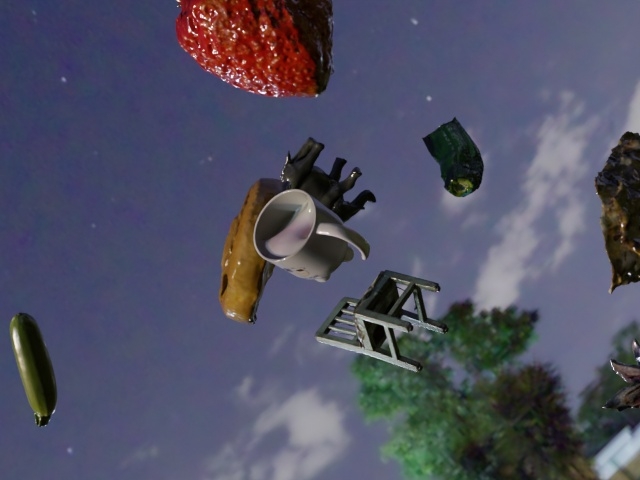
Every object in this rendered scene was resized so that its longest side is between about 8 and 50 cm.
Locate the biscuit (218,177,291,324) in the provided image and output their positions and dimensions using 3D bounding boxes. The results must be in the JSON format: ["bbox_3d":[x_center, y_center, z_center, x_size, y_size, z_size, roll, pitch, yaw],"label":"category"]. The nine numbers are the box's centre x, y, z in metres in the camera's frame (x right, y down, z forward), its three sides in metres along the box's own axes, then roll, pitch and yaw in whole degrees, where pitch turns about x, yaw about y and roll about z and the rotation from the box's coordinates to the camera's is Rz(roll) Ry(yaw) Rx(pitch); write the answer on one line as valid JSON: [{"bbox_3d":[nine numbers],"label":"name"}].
[{"bbox_3d":[-0.134,0.015,1.940,0.296,0.102,0.296,-164,90,-89],"label":"biscuit"}]

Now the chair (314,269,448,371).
[{"bbox_3d":[0.113,0.149,2.048,0.136,0.271,0.147,-49,-41,-33],"label":"chair"}]

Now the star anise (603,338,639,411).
[{"bbox_3d":[0.571,0.242,1.638,0.204,0.181,0.061,-44,-29,-21],"label":"star anise"}]

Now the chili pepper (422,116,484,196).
[{"bbox_3d":[0.270,-0.170,1.983,0.098,0.224,0.061,-21,-51,8],"label":"chili pepper"}]

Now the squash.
[{"bbox_3d":[-0.571,0.262,1.985,0.066,0.066,0.252,-22,-68,-32],"label":"squash"}]

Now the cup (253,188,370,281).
[{"bbox_3d":[-0.004,-0.008,1.706,0.174,0.134,0.142,-29,-39,25],"label":"cup"}]

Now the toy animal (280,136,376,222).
[{"bbox_3d":[0.015,-0.129,2.281,0.146,0.245,0.114,-58,11,2],"label":"toy animal"}]

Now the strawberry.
[{"bbox_3d":[-0.086,-0.336,1.549,0.257,0.277,0.257,-42,-13,-12],"label":"strawberry"}]

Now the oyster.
[{"bbox_3d":[0.511,-0.072,1.450,0.396,0.204,0.111,-26,6,-39],"label":"oyster"}]
